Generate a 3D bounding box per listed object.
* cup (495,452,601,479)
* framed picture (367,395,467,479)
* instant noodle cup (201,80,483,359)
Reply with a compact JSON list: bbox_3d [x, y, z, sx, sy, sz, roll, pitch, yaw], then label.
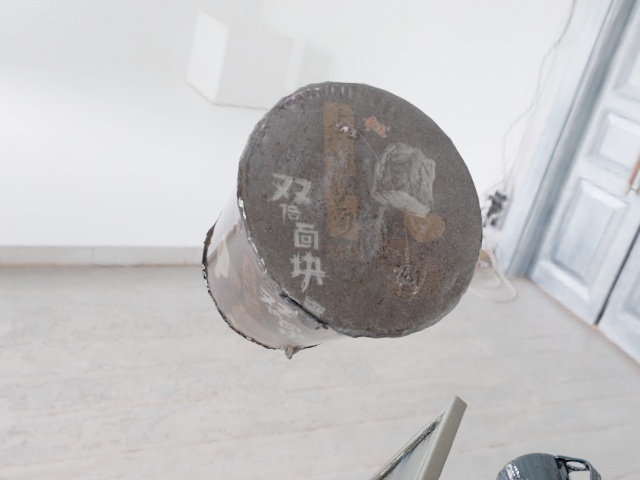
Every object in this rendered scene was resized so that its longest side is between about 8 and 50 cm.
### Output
[{"bbox_3d":[0.389,0.442,1.181,0.131,0.176,0.155,42,20,-21],"label":"cup"},{"bbox_3d":[0.043,0.309,0.731,0.024,0.232,0.315,39,28,5],"label":"framed picture"},{"bbox_3d":[0.000,0.000,0.645,0.217,0.218,0.207,6,-19,-22],"label":"instant noodle cup"}]
